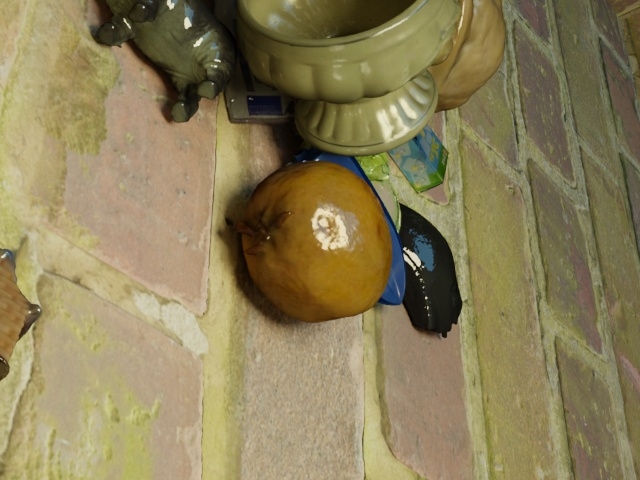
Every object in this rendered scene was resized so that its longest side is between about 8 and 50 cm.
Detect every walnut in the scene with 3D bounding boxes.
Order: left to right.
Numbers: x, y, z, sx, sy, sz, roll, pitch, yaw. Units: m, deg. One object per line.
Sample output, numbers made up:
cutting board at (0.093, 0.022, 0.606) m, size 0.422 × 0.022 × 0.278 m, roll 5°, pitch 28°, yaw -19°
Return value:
walnut at (0.127, -0.384, 1.841) m, size 0.381 × 0.381 × 0.381 m, roll 37°, pitch 40°, yaw -40°

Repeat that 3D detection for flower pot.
flower pot at (0.047, -0.273, 1.541) m, size 0.244 × 0.307 × 0.307 m, roll 73°, pitch 16°, yaw -49°

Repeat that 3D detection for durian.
durian at (0.029, -0.150, 1.741) m, size 0.375 × 0.132 × 0.106 m, roll 61°, pitch 4°, yaw -10°

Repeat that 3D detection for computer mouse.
computer mouse at (0.173, 0.040, 1.864) m, size 0.147 × 0.088 × 0.264 m, roll -37°, pitch 104°, yaw -57°

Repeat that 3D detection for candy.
candy at (0.157, -0.190, 2.017) m, size 0.194 × 0.062 × 0.097 m, roll 51°, pitch 32°, yaw -24°

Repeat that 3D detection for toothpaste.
toothpaste at (-0.111, -0.304, 1.663) m, size 0.068 × 0.099 × 0.282 m, roll 89°, pitch -11°, yaw -76°

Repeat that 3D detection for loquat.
loquat at (0.000, 0.000, 1.498) m, size 0.238 × 0.193 × 0.238 m, roll 27°, pitch 54°, yaw -46°

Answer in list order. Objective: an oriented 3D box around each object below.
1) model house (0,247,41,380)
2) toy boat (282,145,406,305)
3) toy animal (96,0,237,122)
model house at (-0.354, 0.065, 0.941) m, size 0.183 × 0.166 × 0.172 m, roll 37°, pitch 22°, yaw -17°
toy boat at (0.047, -0.015, 1.682) m, size 0.129 × 0.088 × 0.295 m, roll -40°, pitch 112°, yaw -17°
toy animal at (-0.233, -0.325, 1.447) m, size 0.343 × 0.106 × 0.168 m, roll 56°, pitch 32°, yaw -11°
